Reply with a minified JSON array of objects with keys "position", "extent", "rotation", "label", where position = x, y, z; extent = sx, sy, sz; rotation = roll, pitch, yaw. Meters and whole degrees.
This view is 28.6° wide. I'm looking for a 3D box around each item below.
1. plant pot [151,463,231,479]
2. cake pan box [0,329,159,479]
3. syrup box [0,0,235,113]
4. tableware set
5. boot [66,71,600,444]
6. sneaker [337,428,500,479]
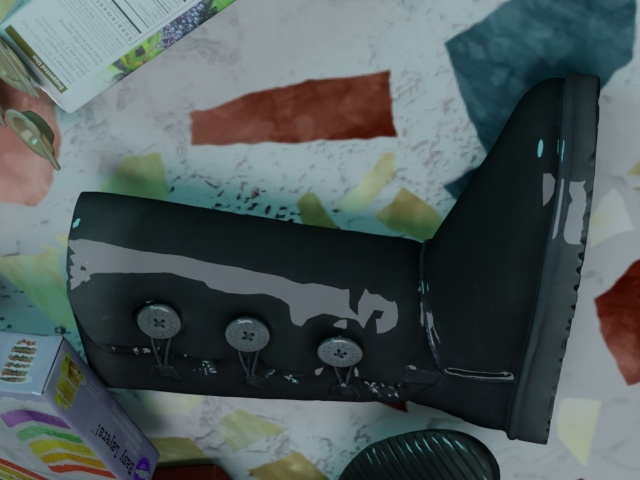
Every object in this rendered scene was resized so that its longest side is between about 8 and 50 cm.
[{"position":[-0.164,0.392,1.319],"extent":[0.235,0.267,0.267],"rotation":[-27,115,11],"label":"plant pot"},{"position":[-0.322,0.165,1.227],"extent":[0.266,0.070,0.246],"rotation":[5,145,19],"label":"cake pan box"},{"position":[-0.136,-0.209,0.995],"extent":[0.237,0.093,0.096],"rotation":[-30,114,26],"label":"syrup box"},{"position":[-0.282,-0.133,1.056],"extent":[0.168,0.020,0.141],"rotation":[25,152,35],"label":"tableware set"},{"position":[0.000,0.002,1.094],"extent":[0.445,0.146,0.367],"rotation":[10,123,10],"label":"boot"},{"position":[0.086,0.259,1.236],"extent":[0.122,0.146,0.330],"rotation":[58,137,14],"label":"sneaker"}]
